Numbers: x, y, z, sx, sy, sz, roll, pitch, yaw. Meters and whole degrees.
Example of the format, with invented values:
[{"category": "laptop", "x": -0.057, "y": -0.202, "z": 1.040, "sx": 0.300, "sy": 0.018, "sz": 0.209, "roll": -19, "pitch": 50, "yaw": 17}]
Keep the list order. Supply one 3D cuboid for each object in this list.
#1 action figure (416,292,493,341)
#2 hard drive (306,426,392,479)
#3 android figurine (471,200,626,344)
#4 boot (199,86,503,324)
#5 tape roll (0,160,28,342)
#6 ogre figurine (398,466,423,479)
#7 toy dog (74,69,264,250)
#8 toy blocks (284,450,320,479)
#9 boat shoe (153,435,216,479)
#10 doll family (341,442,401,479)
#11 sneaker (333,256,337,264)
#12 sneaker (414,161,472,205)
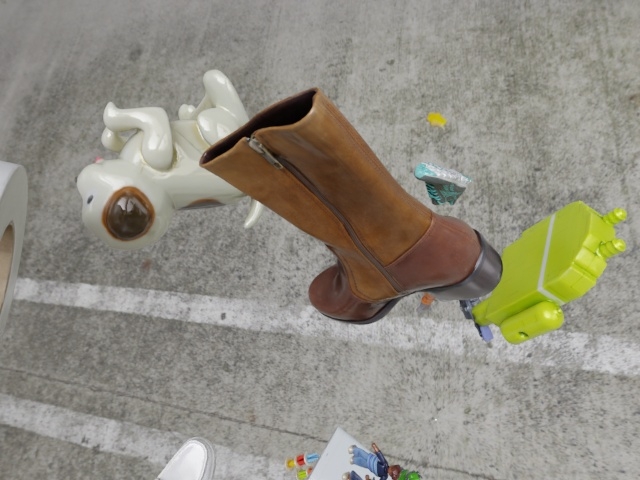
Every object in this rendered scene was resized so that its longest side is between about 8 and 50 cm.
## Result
[{"category": "action figure", "x": 0.328, "y": 0.147, "z": 1.184, "sx": 0.178, "sy": 0.330, "sz": 0.341, "roll": -20, "pitch": 80, "yaw": -18}, {"category": "hard drive", "x": 0.130, "y": 0.799, "z": 1.386, "sx": 0.307, "sy": 0.040, "sz": 0.203, "roll": 36, "pitch": 50, "yaw": 7}, {"category": "android figurine", "x": 0.352, "y": 0.043, "z": 0.666, "sx": 0.056, "sy": 0.273, "sz": 0.248, "roll": 35, "pitch": 52, "yaw": -2}, {"category": "boot", "x": 0.000, "y": 0.000, "z": 0.429, "sx": 0.264, "sy": 0.280, "sz": 0.096, "roll": -11, "pitch": 57, "yaw": 49}, {"category": "tape roll", "x": -0.535, "y": 0.064, "z": 0.649, "sx": 0.072, "sy": 0.392, "sz": 0.392, "roll": 11, "pitch": 63, "yaw": -28}, {"category": "ogre figurine", "x": 0.218, "y": 0.625, "z": 0.986, "sx": 0.096, "sy": 0.118, "sz": 0.197, "roll": -28, "pitch": 93, "yaw": -7}, {"category": "toy dog", "x": -0.365, "y": -0.142, "z": 0.997, "sx": 0.408, "sy": 0.395, "sz": 0.284, "roll": -41, "pitch": 24, "yaw": -32}, {"category": "toy blocks", "x": -0.044, "y": 0.853, "z": 1.589, "sx": 0.148, "sy": 0.123, "sz": 0.054, "roll": -30, "pitch": 18, "yaw": 27}, {"category": "boat shoe", "x": -0.276, "y": 0.473, "z": 0.717, "sx": 0.098, "sy": 0.096, "sz": 0.277, "roll": 16, "pitch": 58, "yaw": 19}, {"category": "doll family", "x": 0.106, "y": 0.473, "z": 0.784, "sx": 0.076, "sy": 0.193, "sz": 0.111, "roll": -29, "pitch": 17, "yaw": -36}, {"category": "sneaker", "x": 0.102, "y": -0.076, "z": 1.088, "sx": 0.182, "sy": 0.158, "sz": 0.410, "roll": -11, "pitch": 59, "yaw": -2}, {"category": "sneaker", "x": 0.238, "y": -0.105, "z": 0.832, "sx": 0.065, "sy": 0.166, "sz": 0.076, "roll": 44, "pitch": 118, "yaw": 42}]
